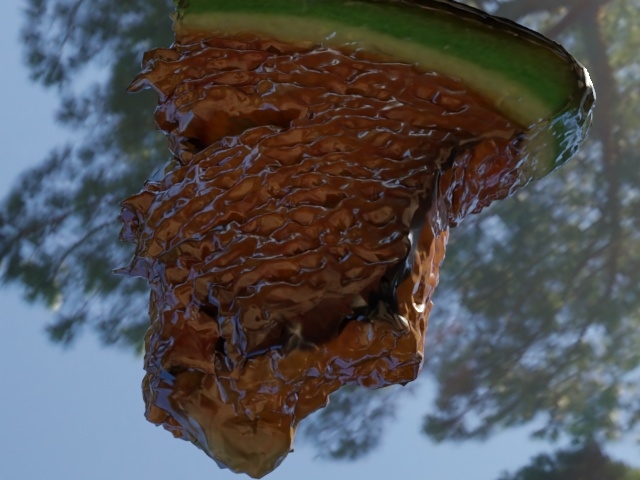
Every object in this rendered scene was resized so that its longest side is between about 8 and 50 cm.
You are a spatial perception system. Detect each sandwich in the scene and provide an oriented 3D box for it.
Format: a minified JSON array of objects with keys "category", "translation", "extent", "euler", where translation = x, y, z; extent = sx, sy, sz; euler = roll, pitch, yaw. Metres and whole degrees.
[{"category":"sandwich","translation":[0.000,0.000,0.825],"extent":[0.250,0.162,0.301],"euler":[11,-130,20]}]
